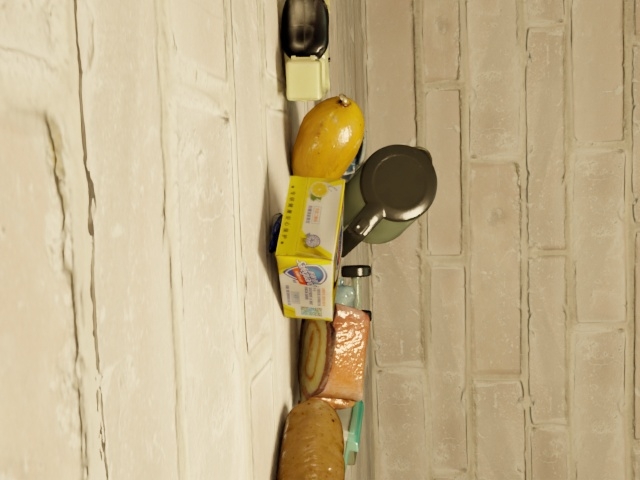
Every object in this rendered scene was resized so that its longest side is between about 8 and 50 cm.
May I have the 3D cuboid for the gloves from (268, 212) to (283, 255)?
[{"bbox_3d":[-0.075,-0.007,1.298,0.086,0.026,0.064,-81,170,-53],"label":"gloves"}]

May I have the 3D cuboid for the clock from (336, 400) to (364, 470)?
[{"bbox_3d":[0.016,0.471,1.552,0.262,0.116,0.231,-42,142,-81],"label":"clock"}]

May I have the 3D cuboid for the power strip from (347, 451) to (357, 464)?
[{"bbox_3d":[0.092,0.600,2.370,0.118,0.046,0.271,-75,163,-64],"label":"power strip"}]

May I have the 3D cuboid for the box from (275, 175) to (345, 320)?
[{"bbox_3d":[-0.015,0.021,1.328,0.265,0.097,0.168,90,8,-59],"label":"box"}]

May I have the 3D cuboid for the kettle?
[{"bbox_3d":[0.160,-0.099,2.179,0.361,0.250,0.377,-45,179,-10],"label":"kettle"}]

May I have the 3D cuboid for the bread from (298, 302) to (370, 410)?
[{"bbox_3d":[0.021,0.241,1.512,0.190,0.123,0.244,-169,-93,-67],"label":"bread"}]

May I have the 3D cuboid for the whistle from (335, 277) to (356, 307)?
[{"bbox_3d":[0.049,0.232,1.941,0.180,0.093,0.269,-5,94,-58],"label":"whistle"}]

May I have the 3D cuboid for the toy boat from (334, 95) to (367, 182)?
[{"bbox_3d":[0.062,-0.257,1.960,0.309,0.129,0.143,84,-6,-58],"label":"toy boat"}]

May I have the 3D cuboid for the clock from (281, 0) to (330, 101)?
[{"bbox_3d":[-0.025,-0.472,1.440,0.276,0.120,0.379,-78,166,-72],"label":"clock"}]

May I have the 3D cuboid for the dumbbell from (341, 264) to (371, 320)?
[{"bbox_3d":[0.122,0.179,2.457,0.100,0.100,0.191,-10,100,-82],"label":"dumbbell"}]

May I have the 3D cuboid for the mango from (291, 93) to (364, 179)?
[{"bbox_3d":[0.011,-0.182,1.525,0.176,0.119,0.317,-52,167,-32],"label":"mango"}]

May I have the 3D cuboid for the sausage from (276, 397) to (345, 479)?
[{"bbox_3d":[-0.028,0.488,1.227,0.136,0.123,0.501,122,-19,-44],"label":"sausage"}]
